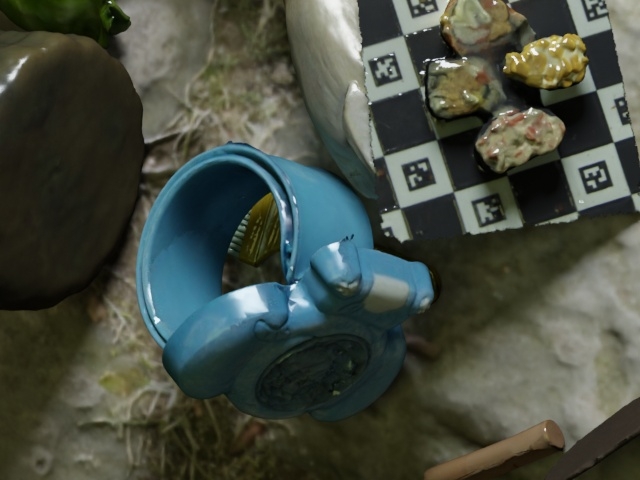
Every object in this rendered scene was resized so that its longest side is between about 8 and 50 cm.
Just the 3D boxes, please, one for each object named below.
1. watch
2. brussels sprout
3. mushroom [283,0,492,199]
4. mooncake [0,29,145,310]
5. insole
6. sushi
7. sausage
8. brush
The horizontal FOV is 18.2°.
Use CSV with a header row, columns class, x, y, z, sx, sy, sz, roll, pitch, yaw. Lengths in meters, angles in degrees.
class,x,y,z,sx,sy,sz,roll,pitch,yaw
watch,-0.036,0.021,1.475,0.211,0.211,0.193,-45,54,22
brussels sprout,-0.224,-0.231,1.628,0.181,0.100,0.139,31,122,8
mushroom,0.033,-0.121,1.481,0.108,0.096,0.247,-46,65,47
mooncake,-0.245,-0.059,1.565,0.124,0.228,0.228,14,98,32
insole,0.270,0.080,1.341,0.328,0.111,0.007,-39,92,32
sushi,0.124,-0.112,1.408,0.193,0.040,0.210,-8,85,-1
sausage,0.125,0.162,1.471,0.116,0.026,0.026,-25,78,29
brush,0.000,0.000,1.548,0.218,0.010,0.082,22,101,26
